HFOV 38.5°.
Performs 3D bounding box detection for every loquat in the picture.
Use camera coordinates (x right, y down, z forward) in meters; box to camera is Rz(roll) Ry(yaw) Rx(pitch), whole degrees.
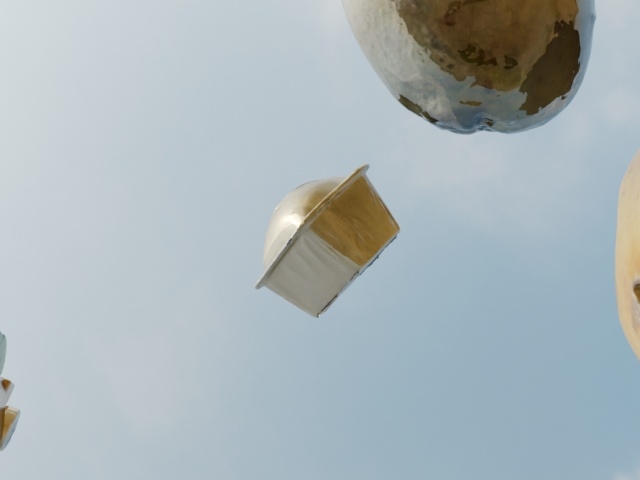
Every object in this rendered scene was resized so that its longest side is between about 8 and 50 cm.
[{"bbox_3d":[0.107,-0.183,0.661,0.179,0.179,0.227,-28,-83,-14],"label":"loquat"}]

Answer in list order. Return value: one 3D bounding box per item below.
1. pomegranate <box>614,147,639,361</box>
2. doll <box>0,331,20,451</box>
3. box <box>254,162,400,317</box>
[{"bbox_3d":[0.380,0.024,0.617,0.343,0.342,0.342,2,-110,-5],"label":"pomegranate"},{"bbox_3d":[-0.168,0.104,0.324,0.106,0.134,0.186,21,-136,-5],"label":"doll"},{"bbox_3d":[0.000,0.000,0.870,0.111,0.177,0.111,11,-122,-18],"label":"box"}]
